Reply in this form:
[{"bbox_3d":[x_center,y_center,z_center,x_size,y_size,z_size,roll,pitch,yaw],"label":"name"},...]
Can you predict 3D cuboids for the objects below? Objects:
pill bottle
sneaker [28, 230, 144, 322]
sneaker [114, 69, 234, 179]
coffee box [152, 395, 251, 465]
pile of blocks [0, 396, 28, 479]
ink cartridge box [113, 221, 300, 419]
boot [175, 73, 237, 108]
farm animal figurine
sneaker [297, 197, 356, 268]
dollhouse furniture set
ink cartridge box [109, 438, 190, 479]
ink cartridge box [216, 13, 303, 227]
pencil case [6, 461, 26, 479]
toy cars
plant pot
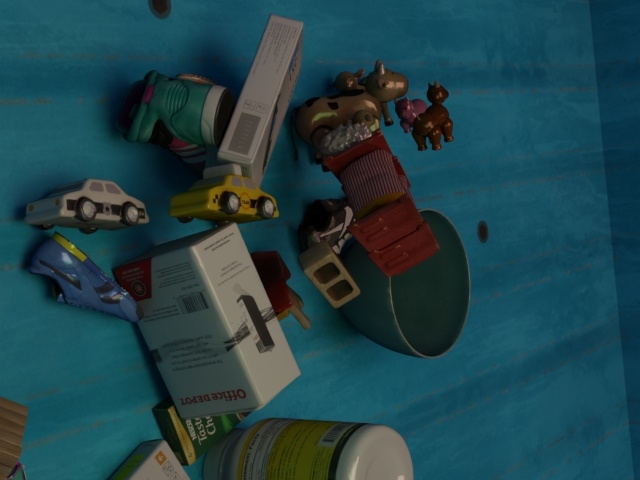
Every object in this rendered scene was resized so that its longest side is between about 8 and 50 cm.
[{"bbox_3d":[-0.028,0.392,1.824,0.188,0.334,0.188,6,82,-51],"label":"pill bottle"},{"bbox_3d":[-0.356,0.075,1.657,0.082,0.069,0.209,-54,130,-13],"label":"sneaker"},{"bbox_3d":[-0.238,-0.182,1.779,0.295,0.178,0.123,100,7,-71],"label":"sneaker"},{"bbox_3d":[-0.195,0.287,1.857,0.184,0.040,0.113,-34,113,-48],"label":"coffee box"},{"bbox_3d":[-0.550,0.252,1.382,0.362,0.149,0.112,13,120,-41],"label":"pile of blocks"},{"bbox_3d":[-0.178,0.131,1.732,0.114,0.197,0.272,-32,103,-48],"label":"ink cartridge box"},{"bbox_3d":[-0.197,-0.224,1.884,0.158,0.059,0.084,37,64,-45],"label":"boot"},{"bbox_3d":[0.086,-0.257,2.123,0.327,0.330,0.172,-22,109,-21],"label":"farm animal figurine"},{"bbox_3d":[0.030,-0.048,2.139,0.234,0.078,0.106,-48,126,-40],"label":"sneaker"},{"bbox_3d":[0.000,0.000,1.914,0.152,0.374,0.201,52,11,-41],"label":"dollhouse furniture set"},{"bbox_3d":[-0.266,0.521,1.686,0.307,0.072,0.303,-46,114,-45],"label":"ink cartridge box"},{"bbox_3d":[-0.103,-0.189,1.867,0.261,0.066,0.296,98,9,-62],"label":"ink cartridge box"},{"bbox_3d":[-0.419,0.381,1.547,0.070,0.064,0.151,-35,117,-21],"label":"pencil case"},{"bbox_3d":[-0.249,-0.067,1.664,0.394,0.176,0.087,-3,83,-17],"label":"toy cars"},{"bbox_3d":[0.140,0.086,2.173,0.290,0.195,0.290,5,84,-52],"label":"plant pot"}]
